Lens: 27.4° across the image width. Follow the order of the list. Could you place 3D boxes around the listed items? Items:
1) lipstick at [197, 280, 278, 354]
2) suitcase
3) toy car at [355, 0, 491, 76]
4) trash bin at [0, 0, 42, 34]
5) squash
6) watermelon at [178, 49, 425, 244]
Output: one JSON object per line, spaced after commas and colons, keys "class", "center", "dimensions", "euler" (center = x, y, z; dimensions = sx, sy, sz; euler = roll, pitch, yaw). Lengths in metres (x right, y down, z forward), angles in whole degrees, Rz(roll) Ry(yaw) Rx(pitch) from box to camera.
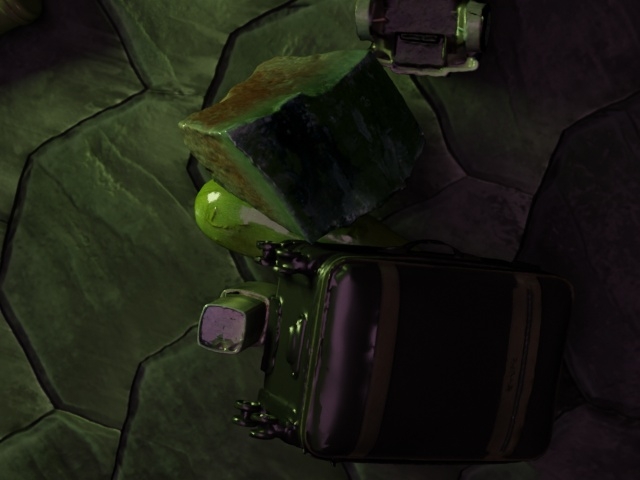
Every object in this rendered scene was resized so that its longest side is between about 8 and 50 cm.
{"class": "lipstick", "center": [-0.106, 0.105, 1.791], "dimensions": [0.077, 0.253, 0.078], "euler": [11, 94, 9]}
{"class": "suitcase", "center": [0.121, 0.139, 1.693], "dimensions": [0.434, 0.194, 0.283], "euler": [6, 96, -27]}
{"class": "toy car", "center": [0.148, -0.335, 1.759], "dimensions": [0.172, 0.158, 0.235], "euler": [6, 95, 12]}
{"class": "trash bin", "center": [-0.559, -0.381, 1.910], "dimensions": [0.247, 0.121, 0.243], "euler": [-25, 89, 15]}
{"class": "squash", "center": [0.000, -0.006, 1.833], "dimensions": [0.371, 0.118, 0.118], "euler": [18, 97, 7]}
{"class": "watermelon", "center": [-0.041, -0.148, 1.700], "dimensions": [0.302, 0.264, 0.151], "euler": [22, 137, 35]}
